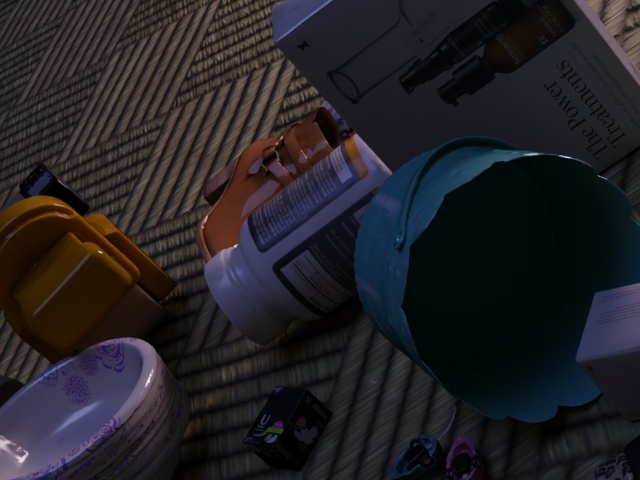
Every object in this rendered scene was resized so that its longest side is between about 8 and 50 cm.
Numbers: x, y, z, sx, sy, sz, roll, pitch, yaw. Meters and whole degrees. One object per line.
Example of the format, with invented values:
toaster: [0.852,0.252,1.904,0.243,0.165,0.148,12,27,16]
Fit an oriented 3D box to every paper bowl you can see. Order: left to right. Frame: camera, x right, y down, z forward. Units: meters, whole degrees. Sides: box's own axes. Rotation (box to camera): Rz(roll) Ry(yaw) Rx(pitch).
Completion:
paper bowl: [-0.293,0.266,1.903,0.284,0.148,0.284,-26,25,14]

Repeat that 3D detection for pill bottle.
pill bottle: [0.000,0.000,1.884,0.278,0.162,0.162,-37,29,13]

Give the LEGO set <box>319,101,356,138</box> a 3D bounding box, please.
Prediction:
LEGO set: [0.007,-0.164,2.207,0.244,0.060,0.182,-52,33,-15]

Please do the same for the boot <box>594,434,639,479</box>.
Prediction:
boot: [0.342,0.205,1.261,0.178,0.085,0.236,-45,30,11]

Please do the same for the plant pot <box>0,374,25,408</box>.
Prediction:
plant pot: [-0.557,0.280,2.200,0.274,0.256,0.257,-8,42,24]

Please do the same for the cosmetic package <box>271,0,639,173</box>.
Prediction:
cosmetic package: [0.171,-0.194,1.693,0.284,0.377,0.097,-34,29,19]

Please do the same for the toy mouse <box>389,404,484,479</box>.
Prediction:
toy mouse: [0.125,0.236,1.547,0.161,0.031,0.143,-15,40,42]

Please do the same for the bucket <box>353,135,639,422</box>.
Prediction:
bucket: [0.176,0.030,1.518,0.281,0.281,0.183,-48,23,-5]

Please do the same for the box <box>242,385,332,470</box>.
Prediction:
box: [-0.039,0.219,1.761,0.062,0.052,0.083,-1,50,50]

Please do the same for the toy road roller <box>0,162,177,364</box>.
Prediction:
toy road roller: [-0.333,0.075,2.067,0.202,0.329,0.240,-47,37,-3]

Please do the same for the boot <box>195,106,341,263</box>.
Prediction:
boot: [-0.056,-0.054,2.089,0.220,0.109,0.283,-34,28,20]

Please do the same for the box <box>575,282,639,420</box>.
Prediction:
box: [0.313,0.102,1.406,0.101,0.102,0.087,-16,37,41]
